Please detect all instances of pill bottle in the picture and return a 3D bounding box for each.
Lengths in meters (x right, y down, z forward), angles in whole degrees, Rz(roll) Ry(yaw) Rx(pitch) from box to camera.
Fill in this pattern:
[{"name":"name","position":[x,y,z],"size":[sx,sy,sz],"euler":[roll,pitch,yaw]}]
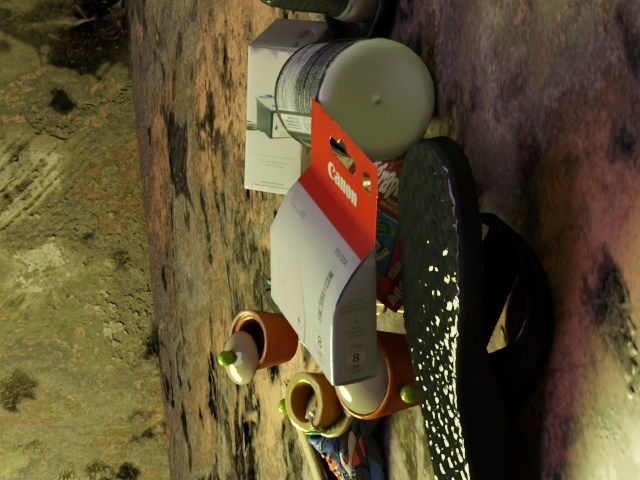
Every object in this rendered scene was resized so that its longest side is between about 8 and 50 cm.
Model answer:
[{"name":"pill bottle","position":[0.026,-0.160,1.499],"size":[0.246,0.130,0.130],"euler":[-155,63,-72]}]

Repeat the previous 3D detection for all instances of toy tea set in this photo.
[{"name":"toy tea set","position":[-0.007,0.123,1.512],"size":[0.336,0.124,0.200],"euler":[-29,68,46]}]

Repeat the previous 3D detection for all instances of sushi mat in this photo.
[{"name":"sushi mat","position":[0.008,0.338,1.794],"size":[0.316,0.019,0.151],"euler":[-113,2,-48]}]

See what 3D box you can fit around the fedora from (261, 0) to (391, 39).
[{"name":"fedora","position":[-0.024,-0.380,1.573],"size":[0.334,0.153,0.334],"euler":[176,90,-74]}]

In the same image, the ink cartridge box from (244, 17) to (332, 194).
[{"name":"ink cartridge box","position":[-0.039,-0.171,1.709],"size":[0.139,0.082,0.190],"euler":[-59,-26,-63]}]

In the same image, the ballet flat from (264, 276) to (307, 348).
[{"name":"ballet flat","position":[-0.005,0.089,1.749],"size":[0.280,0.095,0.096],"euler":[-178,74,-79]}]

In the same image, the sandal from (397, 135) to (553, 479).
[{"name":"sandal","position":[0.149,0.098,1.233],"size":[0.167,0.107,0.445],"euler":[-125,22,-59]}]

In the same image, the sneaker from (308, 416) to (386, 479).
[{"name":"sneaker","position":[0.027,0.253,1.663],"size":[0.083,0.087,0.221],"euler":[-147,51,-72]}]

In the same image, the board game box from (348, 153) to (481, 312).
[{"name":"board game box","position":[0.066,-0.024,1.436],"size":[0.145,0.027,0.281],"euler":[-54,21,0]}]

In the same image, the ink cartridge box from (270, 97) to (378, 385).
[{"name":"ink cartridge box","position":[0.000,0.000,1.355],"size":[0.189,0.066,0.232],"euler":[-128,28,-55]}]
